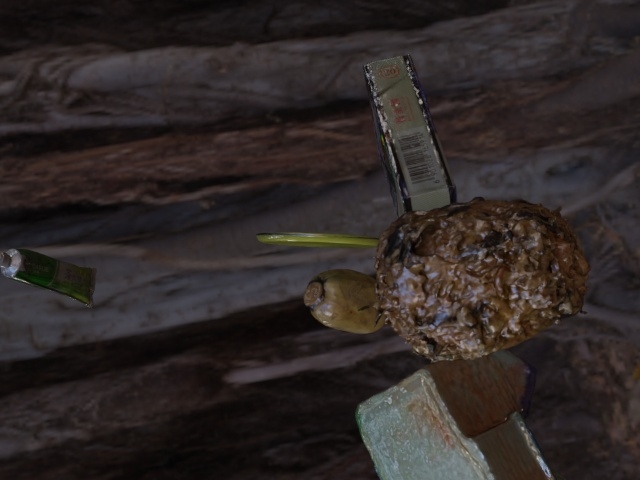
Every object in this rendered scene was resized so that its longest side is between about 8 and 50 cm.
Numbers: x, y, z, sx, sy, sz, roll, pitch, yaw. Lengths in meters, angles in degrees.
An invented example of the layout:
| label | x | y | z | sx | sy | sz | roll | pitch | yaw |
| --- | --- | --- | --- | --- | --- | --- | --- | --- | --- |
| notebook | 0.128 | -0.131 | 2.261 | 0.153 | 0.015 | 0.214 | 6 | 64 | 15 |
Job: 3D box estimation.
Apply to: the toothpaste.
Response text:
| label | x | y | z | sx | sy | sz | roll | pitch | yaw |
| --- | --- | --- | --- | --- | --- | --- | --- | --- | --- |
| toothpaste | -0.480 | 0.059 | 1.694 | 0.248 | 0.047 | 0.078 | 29 | -120 | -58 |

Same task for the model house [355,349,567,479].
| label | x | y | z | sx | sy | sz | roll | pitch | yaw |
| --- | --- | --- | --- | --- | --- | --- | --- | --- | --- |
| model house | 0.271 | 0.348 | 1.649 | 0.245 | 0.280 | 0.312 | -41 | 69 | 40 |

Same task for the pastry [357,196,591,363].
| label | x | y | z | sx | sy | sz | roll | pitch | yaw |
| --- | --- | --- | --- | --- | --- | --- | --- | --- | --- |
| pastry | 0.186 | 0.054 | 1.126 | 0.275 | 0.274 | 0.193 | -107 | 12 | -78 |

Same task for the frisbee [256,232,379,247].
| label | x | y | z | sx | sy | sz | roll | pitch | yaw |
| --- | --- | --- | --- | --- | --- | --- | --- | --- | --- |
| frisbee | 0.000 | 0.000 | 1.743 | 0.236 | 0.236 | 0.017 | 118 | 155 | -87 |

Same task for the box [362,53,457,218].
| label | x | y | z | sx | sy | sz | roll | pitch | yaw |
| --- | --- | --- | --- | --- | --- | --- | --- | --- | --- |
| box | 0.146 | -0.122 | 1.528 | 0.198 | 0.084 | 0.310 | 74 | -177 | -50 |

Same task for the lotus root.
| label | x | y | z | sx | sy | sz | roll | pitch | yaw |
| --- | --- | --- | --- | --- | --- | --- | --- | --- | --- |
| lotus root | 0.066 | 0.117 | 1.844 | 0.118 | 0.221 | 0.125 | -32 | 56 | 46 |
